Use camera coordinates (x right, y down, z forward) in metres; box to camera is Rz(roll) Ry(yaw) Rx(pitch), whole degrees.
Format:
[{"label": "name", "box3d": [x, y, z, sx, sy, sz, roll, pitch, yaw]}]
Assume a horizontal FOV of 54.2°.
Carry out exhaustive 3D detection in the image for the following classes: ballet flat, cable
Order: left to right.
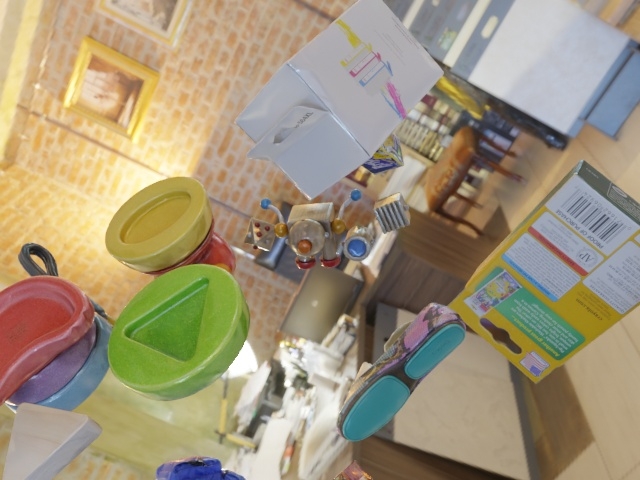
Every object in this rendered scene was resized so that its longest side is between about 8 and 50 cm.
[{"label": "cable", "box3d": [-0.498, 0.117, 1.187, 0.072, 0.287, 0.139, -61, -16, 24]}, {"label": "ballet flat", "box3d": [0.099, 0.171, 0.840, 0.221, 0.077, 0.079, -46, 32, 0]}]

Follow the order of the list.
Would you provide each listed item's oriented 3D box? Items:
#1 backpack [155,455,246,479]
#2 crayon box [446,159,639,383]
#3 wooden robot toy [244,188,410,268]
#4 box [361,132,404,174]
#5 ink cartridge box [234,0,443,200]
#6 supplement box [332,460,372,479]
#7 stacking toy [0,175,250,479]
[{"label": "backpack", "box3d": [-0.157, 0.341, 0.834, 0.098, 0.120, 0.101, -16, 70, 53]}, {"label": "crayon box", "box3d": [0.382, 0.059, 1.003, 0.083, 0.203, 0.323, -39, -12, -52]}, {"label": "wooden robot toy", "box3d": [0.000, 0.000, 0.601, 0.079, 0.173, 0.076, -70, -27, -67]}, {"label": "box", "box3d": [0.077, -0.155, 0.995, 0.169, 0.059, 0.054, 19, -121, -62]}, {"label": "ink cartridge box", "box3d": [0.011, -0.108, 0.492, 0.143, 0.090, 0.092, -50, 11, -34]}, {"label": "supplement box", "box3d": [0.059, 0.507, 1.292, 0.083, 0.055, 0.043, -31, -37, -29]}, {"label": "stacking toy", "box3d": [-0.192, 0.108, 0.634, 0.308, 0.130, 0.279, -36, 44, -8]}]
